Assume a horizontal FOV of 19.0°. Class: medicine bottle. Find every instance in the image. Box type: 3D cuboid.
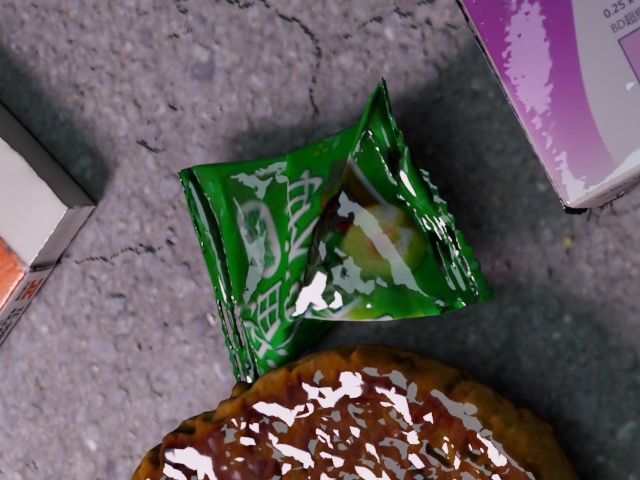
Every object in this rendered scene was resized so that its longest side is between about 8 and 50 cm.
[{"bbox_3d":[0.182,-0.133,1.030,0.201,0.052,0.171,-30,80,26],"label":"medicine bottle"}]

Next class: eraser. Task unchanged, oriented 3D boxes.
[{"bbox_3d":[-0.267,0.009,1.298,0.157,0.038,0.230,45,114,18],"label":"eraser"}]

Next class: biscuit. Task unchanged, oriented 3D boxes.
[{"bbox_3d":[0.020,0.212,1.136,0.334,0.081,0.289,-23,89,28],"label":"biscuit"}]

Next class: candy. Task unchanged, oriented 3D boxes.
[{"bbox_3d":[0.003,0.002,1.129,0.203,0.078,0.141,-20,74,41],"label":"candy"}]
